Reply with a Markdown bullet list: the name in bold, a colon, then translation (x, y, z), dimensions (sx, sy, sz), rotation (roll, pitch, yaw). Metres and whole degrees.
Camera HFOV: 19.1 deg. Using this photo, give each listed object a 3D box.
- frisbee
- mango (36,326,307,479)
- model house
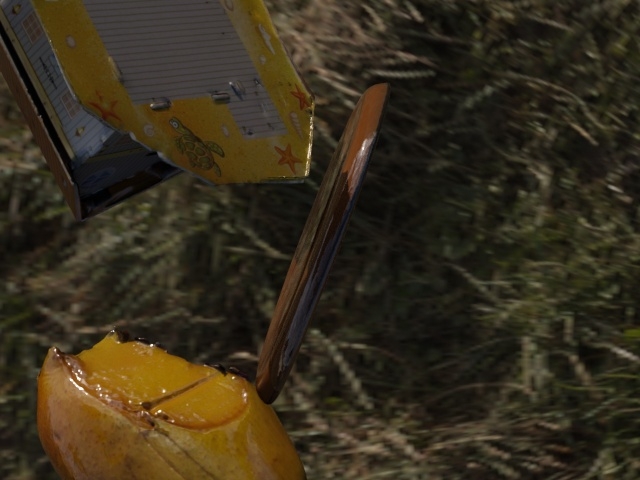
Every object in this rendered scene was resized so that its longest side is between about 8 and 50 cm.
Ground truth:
- **frisbee**: translation (0.000, 0.000, 1.392), dimensions (0.021, 0.251, 0.251), rotation (21, 95, -4)
- **mango**: translation (-0.112, 0.172, 1.495), dimensions (0.252, 0.126, 0.154), rotation (33, 65, 24)
- **model house**: translation (-0.131, -0.093, 1.265), dimensions (0.136, 0.207, 0.219), rotation (-38, 75, 39)
